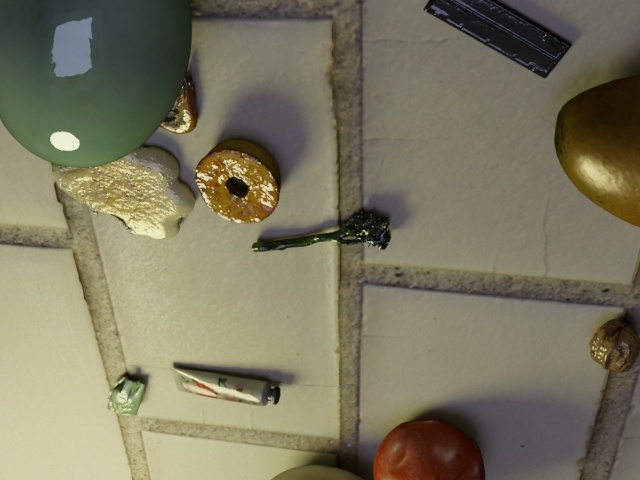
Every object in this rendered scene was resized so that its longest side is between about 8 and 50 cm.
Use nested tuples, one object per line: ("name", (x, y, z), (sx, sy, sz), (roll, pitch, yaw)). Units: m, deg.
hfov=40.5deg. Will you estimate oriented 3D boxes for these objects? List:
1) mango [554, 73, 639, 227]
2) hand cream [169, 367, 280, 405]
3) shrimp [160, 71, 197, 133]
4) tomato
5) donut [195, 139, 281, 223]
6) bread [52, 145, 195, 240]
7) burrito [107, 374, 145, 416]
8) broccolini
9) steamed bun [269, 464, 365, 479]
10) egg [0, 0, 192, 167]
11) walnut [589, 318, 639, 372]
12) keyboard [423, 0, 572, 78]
("mango", (0.505, -0.122, 1.153), (0.378, 0.221, 0.263), (4, 134, 24))
("hand cream", (-0.197, 0.300, 1.775), (0.234, 0.050, 0.080), (6, 133, 17))
("shrimp", (-0.234, -0.222, 1.372), (0.091, 0.025, 0.127), (20, 133, 0))
("tomato", (0.213, 0.468, 1.712), (0.232, 0.188, 0.231), (7, 127, 10))
("donut", (-0.131, -0.100, 1.423), (0.152, 0.058, 0.151), (7, 130, 8))
("bread", (-0.335, -0.103, 1.484), (0.251, 0.039, 0.181), (31, 129, -11))
("burrito", (-0.415, 0.328, 1.849), (0.074, 0.044, 0.118), (26, 133, -2))
("broccolini", (-0.002, -0.001, 1.477), (0.255, 0.057, 0.071), (-11, 82, 18))
("steamed bun", (0.008, 0.617, 1.869), (0.325, 0.206, 0.324), (9, 130, 10))
("egg", (-0.318, -0.270, 1.190), (0.276, 0.276, 0.388), (21, 133, -3))
("walnut", (0.504, 0.183, 1.485), (0.079, 0.082, 0.096), (29, 137, 28))
("keyboard", (0.246, -0.297, 1.203), (0.202, 0.011, 0.067), (27, 131, -8))
